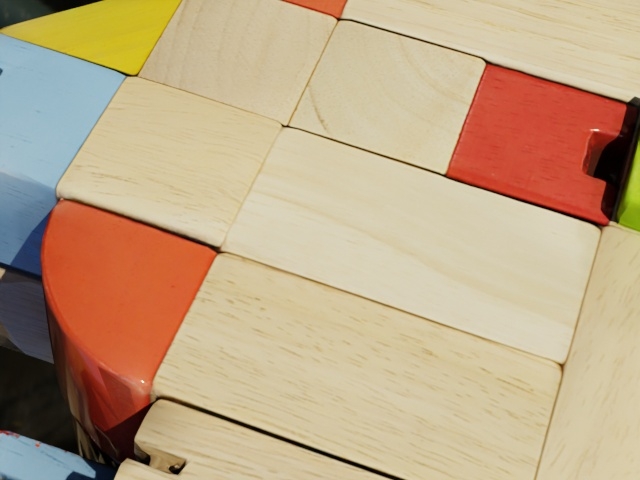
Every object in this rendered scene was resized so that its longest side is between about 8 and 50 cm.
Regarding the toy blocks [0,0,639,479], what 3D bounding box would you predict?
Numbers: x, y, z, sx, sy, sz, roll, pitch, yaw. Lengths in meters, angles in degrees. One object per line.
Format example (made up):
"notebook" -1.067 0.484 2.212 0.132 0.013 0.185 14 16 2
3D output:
"toy blocks" 0.000 0.000 0.398 0.261 0.381 0.191 18 144 9
